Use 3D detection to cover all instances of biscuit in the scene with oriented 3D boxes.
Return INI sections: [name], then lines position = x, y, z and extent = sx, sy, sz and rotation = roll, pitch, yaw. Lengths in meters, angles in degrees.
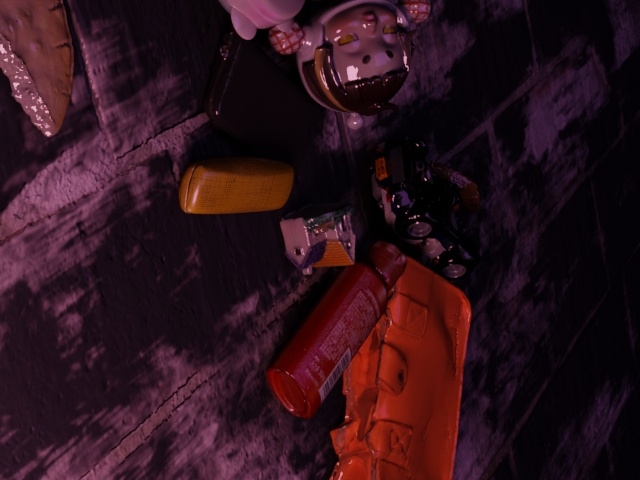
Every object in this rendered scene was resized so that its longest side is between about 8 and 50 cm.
[biscuit]
position = -0.343, -0.266, 1.416
extent = 0.290, 0.038, 0.141
rotation = 61, 40, -38

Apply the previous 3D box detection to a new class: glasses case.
[glasses case]
position = -0.115, -0.079, 1.767
extent = 0.234, 0.064, 0.079
rotation = -6, 113, -58

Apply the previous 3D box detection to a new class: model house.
[model house]
position = 0.000, 0.000, 1.943
extent = 0.100, 0.087, 0.100
rotation = -25, 109, -54

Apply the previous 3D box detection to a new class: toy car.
[toy car]
position = 0.178, -0.058, 2.217
extent = 0.301, 0.118, 0.193
rotation = 41, 36, -47

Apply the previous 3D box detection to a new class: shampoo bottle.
[shampoo bottle]
position = 0.031, 0.128, 1.958
extent = 0.314, 0.076, 0.118
rotation = -53, 131, -33

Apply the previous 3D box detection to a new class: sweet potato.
[sweet potato]
position = 0.261, -0.106, 2.408
extent = 0.206, 0.068, 0.060
rotation = 32, 55, -45

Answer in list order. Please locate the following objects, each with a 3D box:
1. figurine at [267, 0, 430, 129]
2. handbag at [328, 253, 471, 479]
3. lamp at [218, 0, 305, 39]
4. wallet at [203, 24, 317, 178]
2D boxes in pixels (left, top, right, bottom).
[figurine]
position = 0.032, -0.357, 1.943
extent = 0.281, 0.167, 0.370
rotation = -18, 96, -23
[handbag]
position = 0.142, 0.252, 2.151
extent = 0.303, 0.116, 0.410
rotation = 30, 64, -56
[lamp]
position = -0.100, -0.409, 1.761
extent = 0.179, 0.108, 0.246
rotation = -29, 113, -61
[wallet]
position = -0.089, -0.196, 1.842
extent = 0.250, 0.044, 0.149
rotation = 38, 61, -54
